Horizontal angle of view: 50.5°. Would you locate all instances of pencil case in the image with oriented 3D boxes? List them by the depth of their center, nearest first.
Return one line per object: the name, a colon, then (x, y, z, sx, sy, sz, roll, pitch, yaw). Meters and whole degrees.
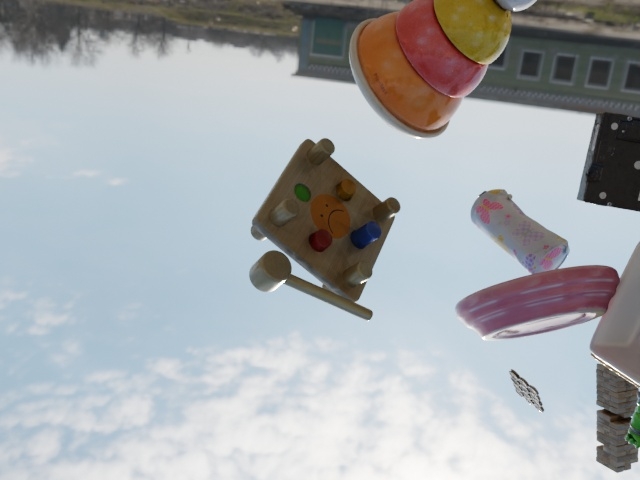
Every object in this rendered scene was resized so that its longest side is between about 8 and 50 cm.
pencil case: (0.514, -0.022, 1.763, 0.124, 0.113, 0.273, -32, -130, -9)

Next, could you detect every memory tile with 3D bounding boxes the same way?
memory tile: (0.613, 0.447, 2.017, 0.012, 0.148, 0.113, -41, -135, -11)

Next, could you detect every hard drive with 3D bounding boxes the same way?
hard drive: (0.853, -0.186, 1.740, 0.339, 0.237, 0.064, 9, -171, 0)

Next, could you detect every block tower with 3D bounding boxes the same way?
block tower: (0.916, 0.532, 2.096, 0.091, 0.335, 0.097, -5, -171, -22)

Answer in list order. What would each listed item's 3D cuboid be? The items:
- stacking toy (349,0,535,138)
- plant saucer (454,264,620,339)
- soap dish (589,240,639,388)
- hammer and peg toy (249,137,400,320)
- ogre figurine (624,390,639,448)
stacking toy: (0.334, -0.490, 1.613, 0.350, 0.350, 0.480, -12, 167, -45)
plant saucer: (0.449, 0.139, 1.398, 0.332, 0.084, 0.332, -10, 162, -3)
soap dish: (0.687, 0.153, 1.345, 0.118, 0.291, 0.229, 19, -171, -20)
hammer and peg toy: (0.000, 0.000, 1.290, 0.266, 0.127, 0.361, 39, -130, -15)
ogre figurine: (0.629, 0.329, 1.181, 0.097, 0.118, 0.197, -20, -163, -16)
